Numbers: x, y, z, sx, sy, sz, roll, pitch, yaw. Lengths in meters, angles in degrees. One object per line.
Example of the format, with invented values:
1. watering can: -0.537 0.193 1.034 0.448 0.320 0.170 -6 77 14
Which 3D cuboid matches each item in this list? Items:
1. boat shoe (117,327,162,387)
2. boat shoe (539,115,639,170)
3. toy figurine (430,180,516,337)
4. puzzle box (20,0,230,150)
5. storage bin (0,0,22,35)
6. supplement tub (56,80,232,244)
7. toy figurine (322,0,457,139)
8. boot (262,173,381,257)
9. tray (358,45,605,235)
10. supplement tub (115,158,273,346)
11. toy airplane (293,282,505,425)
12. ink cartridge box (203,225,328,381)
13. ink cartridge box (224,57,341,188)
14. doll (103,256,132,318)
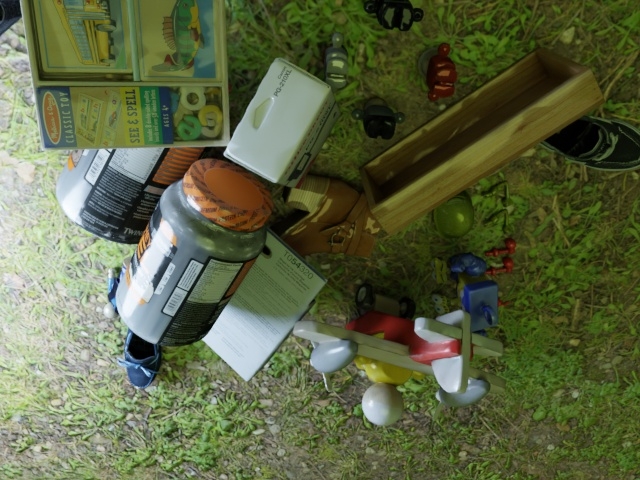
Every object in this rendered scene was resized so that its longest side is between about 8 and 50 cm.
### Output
1. boat shoe: -0.431 0.256 1.251 0.109 0.089 0.258 5 118 -5
2. boat shoe: 0.527 -0.197 1.037 0.301 0.102 0.108 18 117 -12
3. toy figurine: 0.350 0.080 1.118 0.191 0.217 0.362 -7 120 1
4. puzzle box: -0.272 -0.335 0.745 0.272 0.052 0.409 -5 109 -16
5. storage bin: -0.605 -0.419 0.871 0.122 0.084 0.180 -32 117 14
6. supplement tub: -0.312 -0.175 0.950 0.207 0.207 0.338 30 112 -18
7. toy figurine: 0.116 -0.310 0.939 0.209 0.148 0.213 -37 117 23
8. boot: 0.000 0.000 1.135 0.220 0.109 0.283 16 110 -16
9. tray: 0.269 -0.184 0.975 0.411 0.203 0.076 -34 116 15
10. supplement tub: -0.221 0.024 0.939 0.194 0.193 0.316 27 119 -16
11. toy airplane: 0.173 0.251 1.075 0.386 0.384 0.272 17 84 23
12. ink cartridge box: -0.176 0.076 1.085 0.324 0.071 0.330 42 118 8
13. ink cartridge box: -0.054 -0.187 0.909 0.100 0.237 0.172 30 96 4
14. doll: -0.434 0.111 1.168 0.129 0.046 0.189 51 128 14
